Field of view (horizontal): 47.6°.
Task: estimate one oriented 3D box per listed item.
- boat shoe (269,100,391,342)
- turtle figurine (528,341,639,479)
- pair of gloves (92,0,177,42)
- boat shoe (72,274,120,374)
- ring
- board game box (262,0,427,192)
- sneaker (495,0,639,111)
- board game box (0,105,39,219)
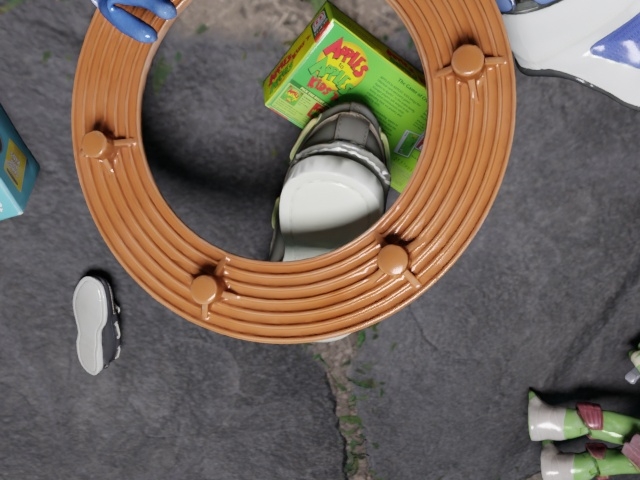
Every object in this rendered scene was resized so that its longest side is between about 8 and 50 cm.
[{"bbox_3d":[0.005,0.001,0.672,0.109,0.091,0.305,14,147,0],"label":"boat shoe"},{"bbox_3d":[0.407,0.214,0.909,0.266,0.275,0.198,-9,154,24],"label":"turtle figurine"},{"bbox_3d":[-0.160,-0.227,0.467,0.023,0.159,0.198,-40,135,-34],"label":"pair of gloves"},{"bbox_3d":[-0.227,0.084,0.756,0.046,0.038,0.125,25,125,26],"label":"boat shoe"},{"bbox_3d":[-0.034,-0.093,0.516,0.336,0.032,0.337,0,90,14],"label":"ring"},{"bbox_3d":[0.049,-0.115,0.639,0.181,0.043,0.092,30,118,-27],"label":"board game box"},{"bbox_3d":[0.274,-0.208,0.554,0.315,0.128,0.182,-18,134,20],"label":"sneaker"},{"bbox_3d":[-0.441,-0.093,0.563,0.335,0.079,0.254,-15,128,4],"label":"board game box"}]
